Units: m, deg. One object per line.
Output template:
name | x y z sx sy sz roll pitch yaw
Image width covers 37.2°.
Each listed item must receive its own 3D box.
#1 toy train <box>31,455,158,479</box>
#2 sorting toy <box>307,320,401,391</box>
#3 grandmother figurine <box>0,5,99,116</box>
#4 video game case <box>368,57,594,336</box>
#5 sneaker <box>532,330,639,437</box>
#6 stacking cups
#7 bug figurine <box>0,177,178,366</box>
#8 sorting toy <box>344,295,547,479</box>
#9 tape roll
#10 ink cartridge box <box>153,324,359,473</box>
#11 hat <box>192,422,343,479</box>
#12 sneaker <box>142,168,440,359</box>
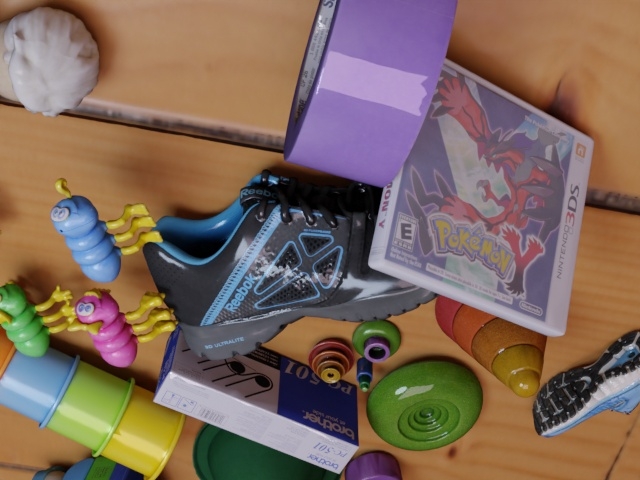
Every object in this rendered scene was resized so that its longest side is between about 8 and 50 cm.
toy train | -0.228 0.351 1.114 0.143 0.105 0.248 -7 124 19
sorting toy | 0.037 0.125 0.983 0.102 0.042 0.061 -21 121 15
grandmother figurine | -0.356 -0.152 0.785 0.342 0.104 0.208 1 151 -2
video game case | 0.140 -0.035 0.782 0.201 0.183 0.023 21 163 -29
sneaker | 0.296 0.165 0.992 0.162 0.063 0.073 -36 119 23
stacking cups | -0.298 0.149 0.977 0.316 0.096 0.096 26 121 -15
bug figurine | -0.257 0.032 0.856 0.279 0.072 0.216 0 134 29
sorting toy | 0.129 0.191 0.969 0.127 0.126 0.365 17 123 -20
tape roll | 0.035 -0.140 0.719 0.080 0.189 0.189 16 123 -8
ink cartridge box | -0.062 0.157 0.974 0.207 0.097 0.046 25 118 -13
hat | -0.062 0.292 1.006 0.173 0.183 0.208 20 125 -9
sneaker | 0.000 0.000 0.852 0.341 0.125 0.140 -21 119 14
